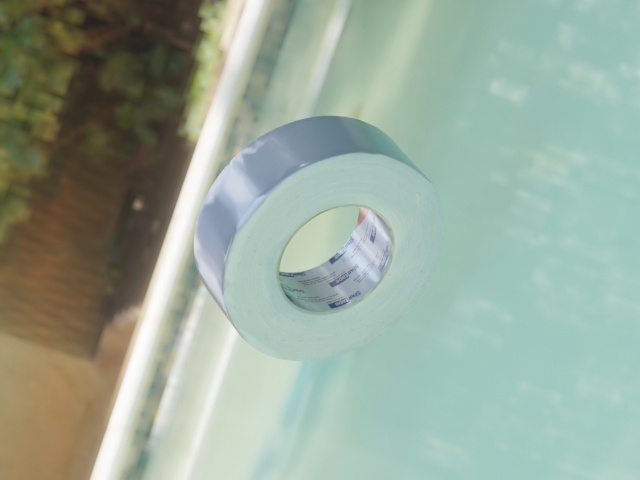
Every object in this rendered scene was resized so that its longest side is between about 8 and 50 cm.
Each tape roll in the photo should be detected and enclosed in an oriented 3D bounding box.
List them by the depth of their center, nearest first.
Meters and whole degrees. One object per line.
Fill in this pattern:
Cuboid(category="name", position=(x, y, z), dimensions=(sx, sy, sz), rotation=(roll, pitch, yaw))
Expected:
Cuboid(category="tape roll", position=(0.000, 0.000, 1.736), dimensions=(0.072, 0.219, 0.219), rotation=(51, 127, 48))
